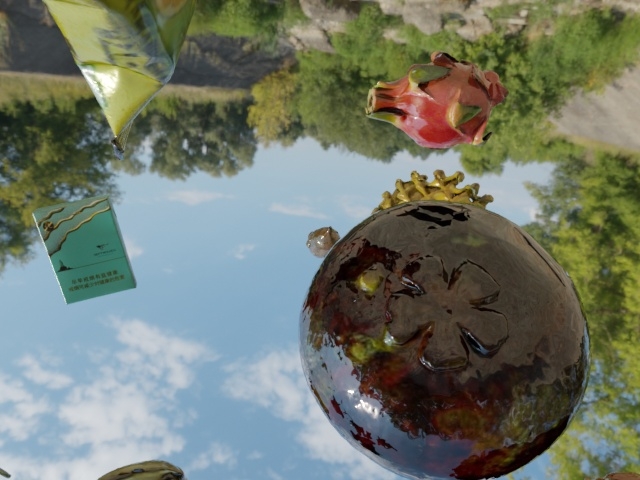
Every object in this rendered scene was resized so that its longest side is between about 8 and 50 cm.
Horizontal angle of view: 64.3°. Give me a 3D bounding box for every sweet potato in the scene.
[{"bbox_3d":[0.002,0.006,1.053,0.068,0.068,0.226,5,177,-10],"label":"sweet potato"}]

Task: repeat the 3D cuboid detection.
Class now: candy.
[{"bbox_3d":[-0.125,-0.176,0.337,0.081,0.187,0.297,19,170,-12],"label":"candy"}]

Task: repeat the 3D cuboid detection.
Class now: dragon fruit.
[{"bbox_3d":[0.099,-0.122,0.448,0.116,0.081,0.086,0,-174,-18],"label":"dragon fruit"}]

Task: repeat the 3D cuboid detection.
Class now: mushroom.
[{"bbox_3d":[-0.419,0.621,1.241,0.292,0.217,0.212,-2,-176,8],"label":"mushroom"}]

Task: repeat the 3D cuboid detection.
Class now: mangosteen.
[{"bbox_3d":[0.098,0.085,0.465,0.231,0.231,0.289,9,171,2],"label":"mangosteen"}]

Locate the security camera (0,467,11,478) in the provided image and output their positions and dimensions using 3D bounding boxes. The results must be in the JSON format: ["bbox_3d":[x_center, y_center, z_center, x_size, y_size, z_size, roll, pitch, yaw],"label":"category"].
[{"bbox_3d":[-0.599,0.442,0.892,0.058,0.058,0.092,16,-125,25],"label":"security camera"}]

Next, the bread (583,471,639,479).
[{"bbox_3d":[0.250,0.330,0.413,0.204,0.156,0.288,27,-133,26],"label":"bread"}]

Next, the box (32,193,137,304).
[{"bbox_3d":[-0.533,0.021,1.167,0.162,0.229,0.041,-14,-160,-10],"label":"box"}]

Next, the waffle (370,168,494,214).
[{"bbox_3d":[0.177,-0.015,0.879,0.229,0.231,0.051,10,169,36],"label":"waffle"}]
